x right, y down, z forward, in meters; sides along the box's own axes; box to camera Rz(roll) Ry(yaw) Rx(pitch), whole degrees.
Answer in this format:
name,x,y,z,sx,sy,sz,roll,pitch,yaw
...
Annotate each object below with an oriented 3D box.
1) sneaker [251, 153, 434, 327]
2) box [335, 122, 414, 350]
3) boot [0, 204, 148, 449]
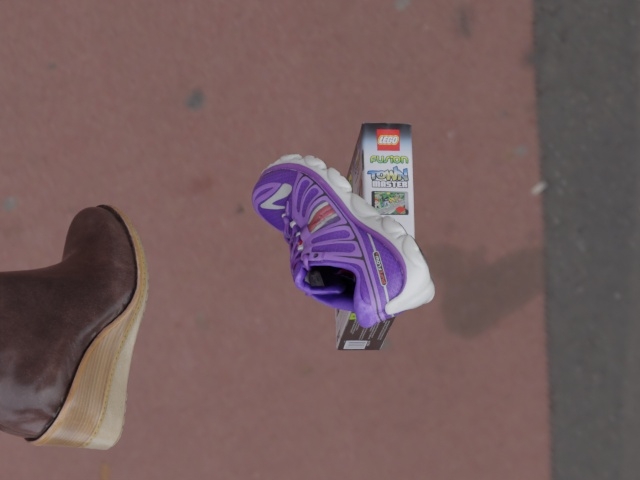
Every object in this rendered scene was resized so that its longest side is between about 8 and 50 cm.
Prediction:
name,x,y,z,sx,sy,sz,roll,pitch,yaw
sneaker,0.000,0.000,1.106,0.071,0.170,0.068,-30,129,-20
box,0.037,0.003,1.258,0.036,0.114,0.207,1,163,-5
boot,-0.248,0.044,1.408,0.207,0.248,0.090,25,136,-33
